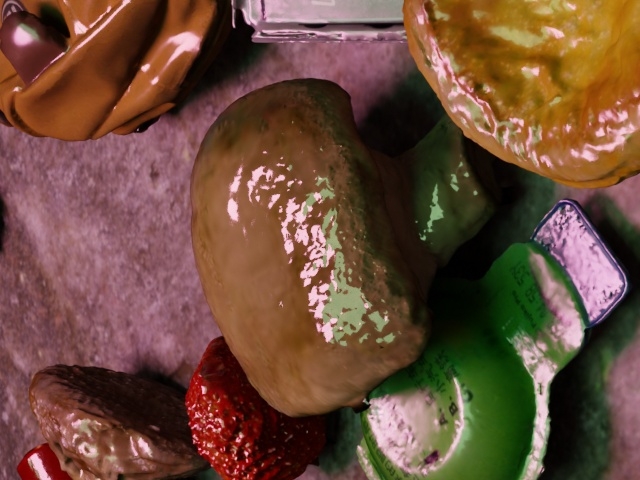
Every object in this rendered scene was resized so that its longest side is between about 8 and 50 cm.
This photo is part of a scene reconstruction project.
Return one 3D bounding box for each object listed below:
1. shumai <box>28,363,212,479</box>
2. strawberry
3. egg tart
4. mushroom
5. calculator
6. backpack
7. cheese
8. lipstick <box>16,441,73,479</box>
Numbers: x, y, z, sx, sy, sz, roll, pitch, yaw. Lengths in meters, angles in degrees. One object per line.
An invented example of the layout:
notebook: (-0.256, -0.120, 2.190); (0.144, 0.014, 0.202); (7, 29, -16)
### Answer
shumai: (-0.187, 0.208, 1.882); (0.209, 0.161, 0.153); (19, 112, 23)
strawberry: (-0.058, 0.143, 1.744); (0.131, 0.131, 0.148); (41, 154, 32)
egg tart: (0.196, -0.188, 1.388); (0.319, 0.128, 0.319); (9, 102, 47)
mushroom: (-0.006, 0.008, 1.572); (0.292, 0.217, 0.212); (-20, 130, 39)
calculator: (0.048, -0.235, 1.549); (0.274, 0.028, 0.165); (4, 101, 27)
backpack: (-0.207, -0.275, 1.745); (0.378, 0.201, 0.353); (-43, 70, 43)
cheese: (0.128, 0.102, 1.567); (0.320, 0.083, 0.204); (-50, 58, 33)
lipstick: (-0.225, 0.313, 2.006); (0.080, 0.080, 0.241); (-44, 69, 44)
